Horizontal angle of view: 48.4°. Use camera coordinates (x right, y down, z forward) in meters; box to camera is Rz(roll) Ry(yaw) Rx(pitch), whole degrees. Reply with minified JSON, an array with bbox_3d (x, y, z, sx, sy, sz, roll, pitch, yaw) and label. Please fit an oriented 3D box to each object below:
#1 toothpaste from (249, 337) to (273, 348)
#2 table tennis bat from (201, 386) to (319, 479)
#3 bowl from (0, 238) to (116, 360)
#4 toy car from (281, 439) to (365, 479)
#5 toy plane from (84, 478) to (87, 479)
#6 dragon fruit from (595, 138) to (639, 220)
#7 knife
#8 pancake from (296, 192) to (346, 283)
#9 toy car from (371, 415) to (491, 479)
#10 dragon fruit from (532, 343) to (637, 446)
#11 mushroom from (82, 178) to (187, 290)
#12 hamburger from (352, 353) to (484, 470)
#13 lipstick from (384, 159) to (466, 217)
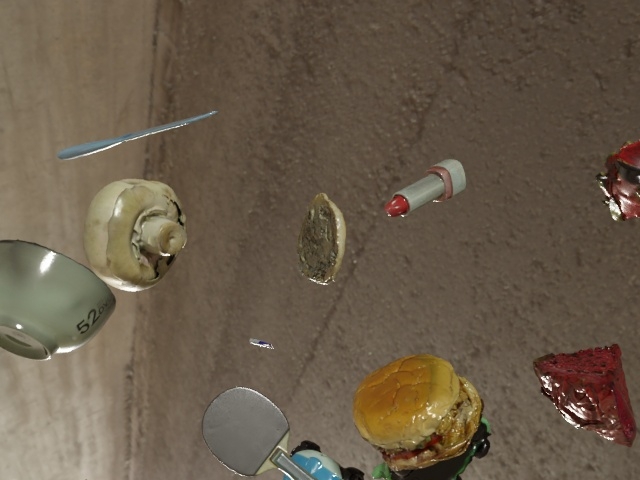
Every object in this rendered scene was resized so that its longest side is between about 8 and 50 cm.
[{"bbox_3d":[-0.179,0.312,2.160,0.083,0.015,0.024,11,142,29],"label":"toothpaste"},{"bbox_3d":[-0.112,0.407,1.414,0.274,0.154,0.021,38,162,6],"label":"table tennis bat"},{"bbox_3d":[-0.706,0.173,1.756,0.353,0.185,0.354,11,145,8],"label":"bowl"},{"bbox_3d":[-0.004,0.598,1.633,0.188,0.190,0.255,21,145,33],"label":"toy car"},{"bbox_3d":[-0.565,0.731,1.818,0.273,0.182,0.107,41,161,-27],"label":"toy plane"},{"bbox_3d":[0.642,-0.113,1.450,0.172,0.166,0.160,76,-162,-45],"label":"dragon fruit"},{"bbox_3d":[-0.269,-0.150,1.022,0.313,0.044,0.019,-7,111,33],"label":"knife"},{"bbox_3d":[-0.001,0.000,2.040,0.282,0.049,0.283,180,90,-65],"label":"pancake"},{"bbox_3d":[0.325,0.622,2.093,0.213,0.359,0.176,33,-176,-15],"label":"toy car"},{"bbox_3d":[0.681,0.357,1.773,0.302,0.240,0.330,19,176,16],"label":"dragon fruit"},{"bbox_3d":[-0.230,-0.007,0.920,0.122,0.154,0.154,10,122,27],"label":"mushroom"},{"bbox_3d":[0.192,0.338,1.427,0.163,0.244,0.244,55,154,-14],"label":"hamburger"},{"bbox_3d":[0.168,-0.080,1.207,0.057,0.186,0.063,10,119,48],"label":"lipstick"}]
